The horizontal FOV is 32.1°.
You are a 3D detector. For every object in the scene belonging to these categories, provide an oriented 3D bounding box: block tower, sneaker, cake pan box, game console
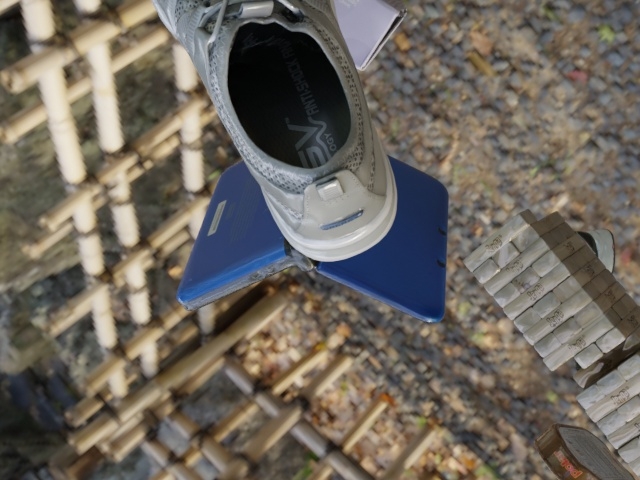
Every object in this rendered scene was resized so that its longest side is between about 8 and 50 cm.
[{"bbox_3d":[0.301,0.116,1.171,0.091,0.097,0.335,-44,78,30],"label":"block tower"},{"bbox_3d":[0.300,0.072,1.313,0.077,0.178,0.072,5,160,-11],"label":"sneaker"},{"bbox_3d":[-0.034,-0.260,1.046,0.246,0.267,0.070,32,104,-4],"label":"cake pan box"},{"bbox_3d":[0.000,0.000,1.312,0.250,0.293,0.173,-25,117,22],"label":"game console"},{"bbox_3d":[-0.032,-0.130,0.640,0.281,0.105,0.115,61,177,14],"label":"sneaker"}]

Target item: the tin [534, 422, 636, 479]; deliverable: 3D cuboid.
[{"bbox_3d":[0.313,0.263,1.294,0.040,0.190,0.106,-44,62,15],"label":"tin"}]
